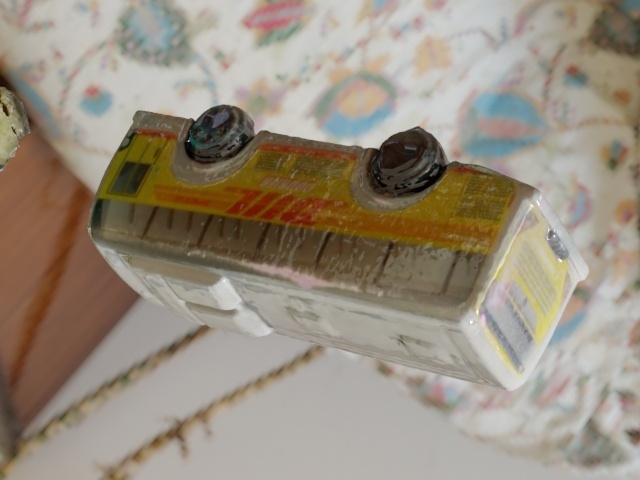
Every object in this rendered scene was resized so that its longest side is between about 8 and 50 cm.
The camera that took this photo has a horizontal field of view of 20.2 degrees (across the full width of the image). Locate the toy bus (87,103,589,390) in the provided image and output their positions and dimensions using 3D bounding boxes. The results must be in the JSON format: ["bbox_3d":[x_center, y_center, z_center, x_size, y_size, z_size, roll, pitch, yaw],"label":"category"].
[{"bbox_3d":[0.000,0.000,0.917,0.268,0.106,0.092,12,153,37],"label":"toy bus"}]

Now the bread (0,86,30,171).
[{"bbox_3d":[-0.246,-0.104,0.996,0.160,0.140,0.169,61,153,15],"label":"bread"}]
